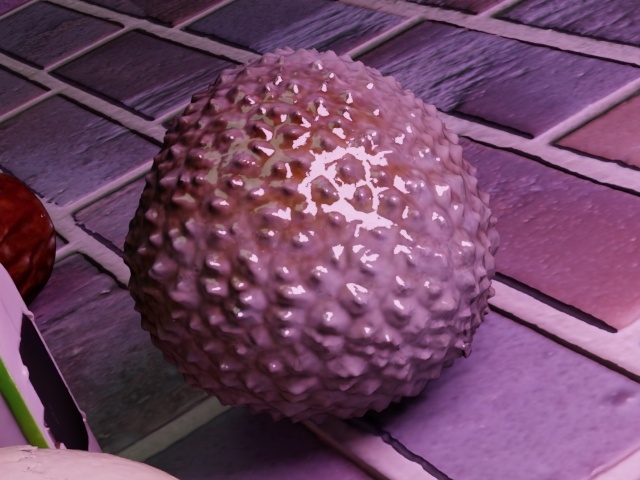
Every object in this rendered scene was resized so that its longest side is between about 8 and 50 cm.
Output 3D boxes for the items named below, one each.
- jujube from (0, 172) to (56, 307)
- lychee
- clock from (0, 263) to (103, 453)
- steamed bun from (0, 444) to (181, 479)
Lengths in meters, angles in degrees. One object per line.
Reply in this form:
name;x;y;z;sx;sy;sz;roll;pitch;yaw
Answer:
jujube;-0.382;0.037;1.641;0.183;0.183;0.243;2;26;44
lychee;-0.001;-0.006;1.238;0.300;0.300;0.300;-19;23;9
clock;-0.323;0.184;1.173;0.309;0.235;0.166;-23;22;1
steamed bun;-0.183;0.242;0.924;0.334;0.233;0.312;-3;31;36
